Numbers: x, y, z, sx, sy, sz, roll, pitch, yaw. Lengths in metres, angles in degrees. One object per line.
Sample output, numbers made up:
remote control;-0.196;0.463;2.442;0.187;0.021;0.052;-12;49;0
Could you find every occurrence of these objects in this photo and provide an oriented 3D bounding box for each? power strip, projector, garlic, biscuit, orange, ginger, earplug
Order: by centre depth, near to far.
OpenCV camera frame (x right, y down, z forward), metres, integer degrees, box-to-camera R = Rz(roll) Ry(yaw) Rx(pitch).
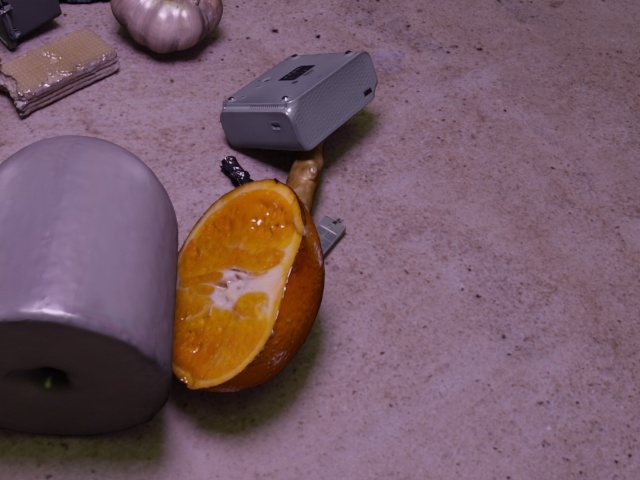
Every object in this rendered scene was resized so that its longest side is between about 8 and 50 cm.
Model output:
earplug;-0.360;0.043;1.171;0.313;0.312;0.394;3;49;-9
orange;-0.117;0.064;1.237;0.274;0.274;0.310;-8;90;-17
power strip;0.000;0.000;1.455;0.051;0.019;0.136;31;53;15
ginger;-0.038;-0.097;1.477;0.065;0.118;0.298;28;42;-15
projector;-0.042;-0.271;1.547;0.198;0.108;0.250;8;40;42
biscuit;-0.514;-0.332;1.582;0.108;0.062;0.239;40;56;19
garlic;-0.320;-0.482;1.682;0.228;0.152;0.227;11;50;-13

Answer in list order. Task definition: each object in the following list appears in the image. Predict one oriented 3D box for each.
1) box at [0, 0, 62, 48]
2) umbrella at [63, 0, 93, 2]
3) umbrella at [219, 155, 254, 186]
box;-0.636;-0.521;1.631;0.135;0.163;0.243;-35;65;-23
umbrella;-0.489;-0.548;1.758;0.250;0.052;0.053;-13;54;-14
umbrella;-0.136;-0.101;1.494;0.040;0.037;0.144;-40;65;-3
